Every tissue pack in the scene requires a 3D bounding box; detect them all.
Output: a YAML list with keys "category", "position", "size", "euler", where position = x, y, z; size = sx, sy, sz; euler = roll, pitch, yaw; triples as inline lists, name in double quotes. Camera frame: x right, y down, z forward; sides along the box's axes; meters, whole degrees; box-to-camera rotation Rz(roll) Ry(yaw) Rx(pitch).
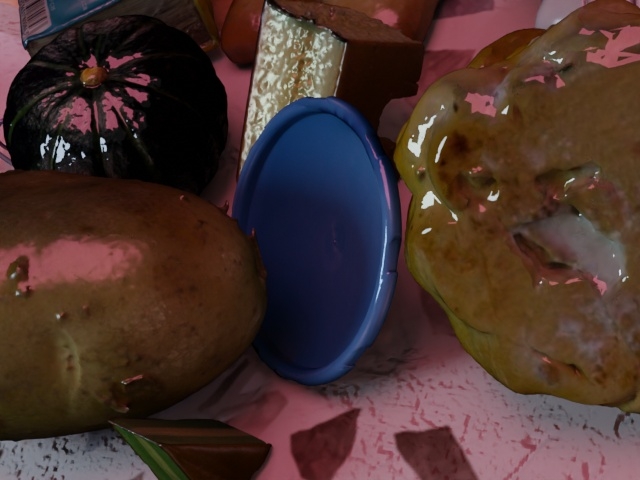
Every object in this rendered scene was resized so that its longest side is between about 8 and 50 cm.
- category: "tissue pack"
  position: [-0.226, -0.285, 1.643]
  size: [0.192, 0.134, 0.271]
  euler: [-22, 45, 7]

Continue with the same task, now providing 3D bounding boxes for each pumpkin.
- category: "pumpkin"
  position: [-0.196, -0.115, 1.449]
  size: [0.220, 0.162, 0.220]
  euler: [-5, 61, 9]

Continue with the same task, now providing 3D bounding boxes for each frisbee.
- category: "frisbee"
  position: [0.000, 0.000, 1.256]
  size: [0.242, 0.045, 0.242]
  euler: [-4, 85, 54]

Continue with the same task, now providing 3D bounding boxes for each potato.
- category: "potato"
  position: [-0.224, 0.054, 1.267]
  size: [0.359, 0.219, 0.270]
  euler: [-2, 28, 32]

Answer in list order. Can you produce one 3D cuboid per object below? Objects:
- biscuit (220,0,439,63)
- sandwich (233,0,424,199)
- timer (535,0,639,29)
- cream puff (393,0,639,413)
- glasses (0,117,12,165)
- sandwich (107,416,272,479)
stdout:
- category: "biscuit"
  position: [0.033, -0.302, 1.577]
  size: [0.237, 0.062, 0.290]
  euler: [4, 55, 29]
- category: "sandwich"
  position: [-0.002, -0.093, 1.370]
  size: [0.122, 0.128, 0.235]
  euler: [27, 110, 41]
- category: "timer"
  position: [0.263, -0.265, 1.304]
  size: [0.291, 0.291, 0.315]
  euler: [-7, 65, 23]
- category: "cream puff"
  position: [0.229, -0.043, 1.129]
  size: [0.324, 0.291, 0.257]
  euler: [-25, 13, 26]
- category: "glasses"
  position: [-0.283, -0.092, 1.554]
  size: [0.140, 0.062, 0.104]
  euler: [-19, 47, 13]
- category: "sandwich"
  position: [-0.103, 0.154, 1.202]
  size: [0.074, 0.116, 0.074]
  euler: [19, 63, 37]
